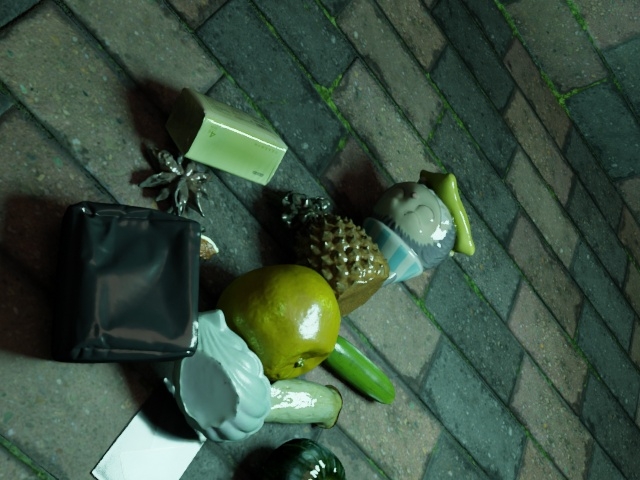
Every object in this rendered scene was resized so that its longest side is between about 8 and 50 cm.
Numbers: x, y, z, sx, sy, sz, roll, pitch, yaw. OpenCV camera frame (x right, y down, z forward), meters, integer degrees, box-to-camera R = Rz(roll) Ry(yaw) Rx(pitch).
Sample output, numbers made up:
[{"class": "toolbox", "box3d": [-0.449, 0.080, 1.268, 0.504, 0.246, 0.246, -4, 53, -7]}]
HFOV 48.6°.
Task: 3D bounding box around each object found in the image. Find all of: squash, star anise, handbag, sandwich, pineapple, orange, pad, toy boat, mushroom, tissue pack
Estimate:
[{"class": "squash", "box3d": [0.086, 0.321, 1.794, 0.292, 0.082, 0.082, 43, 50, -28]}, {"class": "star anise", "box3d": [-0.311, -0.141, 1.583, 0.195, 0.065, 0.182, 43, 44, -15]}, {"class": "handbag", "box3d": [-0.366, 0.092, 1.368, 0.275, 0.178, 0.301, 7, 69, -27]}, {"class": "sandwich", "box3d": [-0.287, 0.016, 1.575, 0.135, 0.029, 0.067, -1, 82, -46]}, {"class": "pineapple", "box3d": [0.002, -0.001, 1.745, 0.223, 0.223, 0.357, -13, 60, -46]}, {"class": "orange", "box3d": [-0.090, 0.178, 1.535, 0.279, 0.279, 0.235, 2, 61, -44]}, {"class": "pad", "box3d": [-0.327, 0.415, 1.412, 0.163, 0.004, 0.243, 51, 47, -19]}, {"class": "toy boat", "box3d": [-0.211, 0.287, 1.412, 0.100, 0.199, 0.290, -74, 148, -79]}, {"class": "mushroom", "box3d": [-0.082, 0.366, 1.615, 0.333, 0.087, 0.107, 16, 65, -37]}, {"class": "tissue pack", "box3d": [-0.216, -0.235, 1.628, 0.234, 0.125, 0.159, 17, 25, -40]}, {"class": "squash", "box3d": [-0.036, 0.538, 1.531, 0.218, 0.172, 0.218, 3, 84, -27]}]

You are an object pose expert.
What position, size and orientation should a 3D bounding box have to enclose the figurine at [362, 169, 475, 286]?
[{"class": "figurine", "box3d": [0.181, -0.014, 1.940, 0.378, 0.361, 0.266, -21, 87, -13]}]
